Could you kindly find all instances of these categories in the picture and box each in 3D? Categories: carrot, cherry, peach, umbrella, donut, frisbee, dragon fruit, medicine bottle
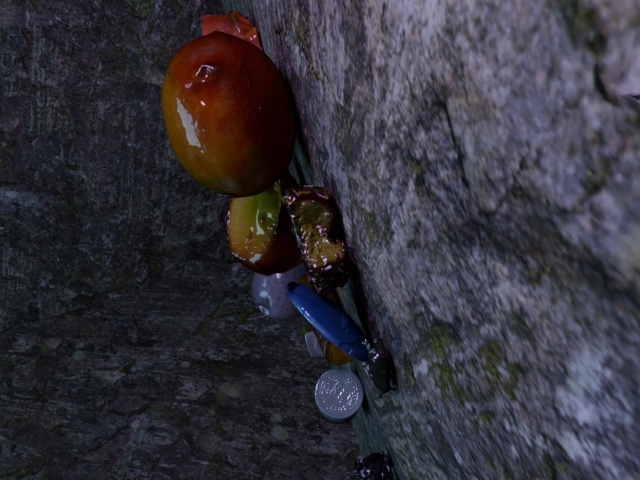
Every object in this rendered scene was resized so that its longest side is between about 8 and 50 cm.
[{"bbox_3d":[0.012,0.215,1.392,0.302,0.114,0.114,-118,12,-49],"label":"carrot"},{"bbox_3d":[-0.160,0.181,2.070,0.327,0.290,0.335,-87,2,-51],"label":"cherry"},{"bbox_3d":[-0.154,-0.071,1.431,0.281,0.280,0.339,-120,14,-65],"label":"peach"},{"bbox_3d":[0.182,0.710,1.286,0.110,0.122,0.273,13,-139,-44],"label":"umbrella"},{"bbox_3d":[-0.001,-0.001,0.968,0.216,0.095,0.231,79,171,-70],"label":"donut"},{"bbox_3d":[0.031,0.160,0.996,0.242,0.045,0.242,40,-177,-3],"label":"frisbee"},{"bbox_3d":[-0.261,-0.557,1.464,0.290,0.189,0.291,170,90,-79],"label":"dragon fruit"},{"bbox_3d":[0.016,0.309,1.521,0.188,0.131,0.088,-174,68,-82],"label":"medicine bottle"},{"bbox_3d":[-0.207,-0.284,1.091,0.372,0.289,0.374,4,-90,-70],"label":"peach"},{"bbox_3d":[0.062,0.539,1.635,0.318,0.157,0.158,84,167,-66],"label":"medicine bottle"}]

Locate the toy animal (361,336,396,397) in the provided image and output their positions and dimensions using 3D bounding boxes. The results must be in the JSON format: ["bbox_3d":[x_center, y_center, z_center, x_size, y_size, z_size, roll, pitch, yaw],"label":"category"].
[{"bbox_3d":[0.108,0.241,0.879,0.065,0.047,0.136,-126,24,-48],"label":"toy animal"}]

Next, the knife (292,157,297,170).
[{"bbox_3d":[-0.114,-0.333,1.430,0.063,0.034,0.261,156,92,-84],"label":"knife"}]
